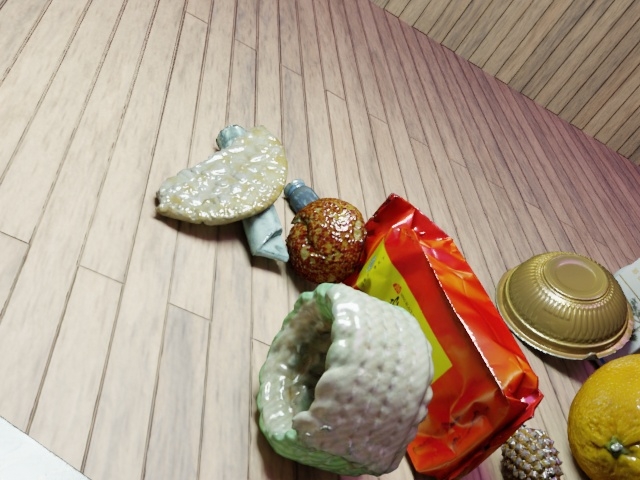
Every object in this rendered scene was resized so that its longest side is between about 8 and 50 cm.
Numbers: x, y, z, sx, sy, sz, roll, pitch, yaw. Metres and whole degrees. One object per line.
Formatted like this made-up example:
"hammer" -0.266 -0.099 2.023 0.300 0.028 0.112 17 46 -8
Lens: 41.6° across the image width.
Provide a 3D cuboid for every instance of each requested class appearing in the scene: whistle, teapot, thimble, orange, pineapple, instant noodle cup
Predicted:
"whistle" -0.114 -0.078 1.377 0.062 0.062 0.312 17 34 -33
"teapot" -0.021 -0.067 1.478 0.063 0.049 0.083 2 43 -47
"thimble" 0.029 0.169 1.006 0.150 0.219 0.219 24 30 -23
"orange" 0.519 0.305 1.336 0.264 0.264 0.264 28 29 -17
"pineapple" 0.316 0.351 1.189 0.103 0.083 0.221 23 33 -23
"instant noodle cup" 0.482 0.100 1.625 0.273 0.091 0.274 3 44 -3

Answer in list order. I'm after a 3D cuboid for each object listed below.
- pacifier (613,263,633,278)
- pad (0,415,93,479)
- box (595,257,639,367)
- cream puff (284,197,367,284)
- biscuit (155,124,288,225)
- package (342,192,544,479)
"pacifier" 0.763 0.175 1.808 0.220 0.332 0.273 -7 62 -2
"pad" -0.320 0.235 0.718 0.367 0.007 0.248 36 27 -2
"box" 0.631 0.147 1.697 0.067 0.233 0.149 26 28 -45
"cream puff" 0.000 0.000 1.298 0.084 0.149 0.149 26 28 -41
"biscuit" -0.131 -0.089 1.310 0.141 0.038 0.290 32 43 19
"package" 0.158 0.137 1.215 0.123 0.196 0.424 19 31 -39
